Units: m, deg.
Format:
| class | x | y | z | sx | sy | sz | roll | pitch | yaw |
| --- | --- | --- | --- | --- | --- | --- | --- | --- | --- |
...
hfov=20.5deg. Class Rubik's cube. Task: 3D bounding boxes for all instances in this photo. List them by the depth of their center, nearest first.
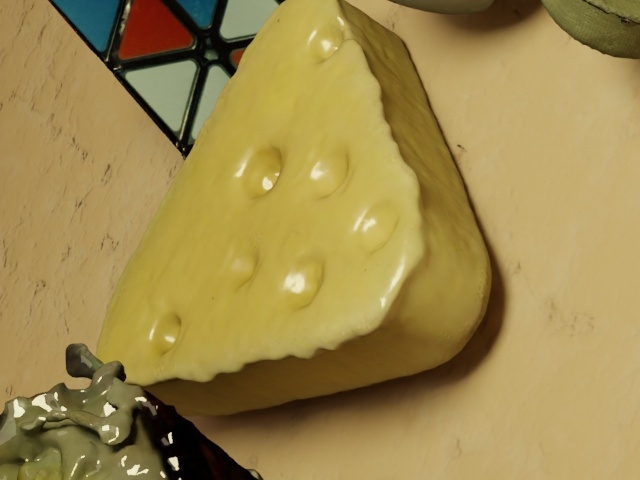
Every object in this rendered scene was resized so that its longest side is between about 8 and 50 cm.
| class | x | y | z | sx | sy | sz | roll | pitch | yaw |
| --- | --- | --- | --- | --- | --- | --- | --- | --- | --- |
| Rubik's cube | -0.180 | -0.193 | 1.659 | 0.250 | 0.234 | 0.284 | 9 | 79 | 53 |

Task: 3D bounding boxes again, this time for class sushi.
| class | x | y | z | sx | sy | sz | roll | pitch | yaw |
| --- | --- | --- | --- | --- | --- | --- | --- | --- | --- |
| sushi | -0.152 | 0.275 | 1.304 | 0.299 | 0.294 | 0.281 | -38 | 47 | 1 |

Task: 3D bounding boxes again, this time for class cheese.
| class | x | y | z | sx | sy | sz | roll | pitch | yaw |
| --- | --- | --- | --- | --- | --- | --- | --- | --- | --- |
| cheese | 0.001 | -0.001 | 1.423 | 0.384 | 0.104 | 0.384 | -29 | 46 | 36 |

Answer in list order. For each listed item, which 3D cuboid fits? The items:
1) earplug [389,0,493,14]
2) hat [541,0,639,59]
| class | x | y | z | sx | sy | sz | roll | pitch | yaw |
| --- | --- | --- | --- | --- | --- | --- | --- | --- | --- |
| earplug | 0.142 | -0.314 | 1.379 | 0.325 | 0.175 | 0.214 | -41 | 38 | 13 |
| hat | 0.224 | -0.205 | 1.237 | 0.130 | 0.257 | 0.257 | 106 | 163 | -56 |
